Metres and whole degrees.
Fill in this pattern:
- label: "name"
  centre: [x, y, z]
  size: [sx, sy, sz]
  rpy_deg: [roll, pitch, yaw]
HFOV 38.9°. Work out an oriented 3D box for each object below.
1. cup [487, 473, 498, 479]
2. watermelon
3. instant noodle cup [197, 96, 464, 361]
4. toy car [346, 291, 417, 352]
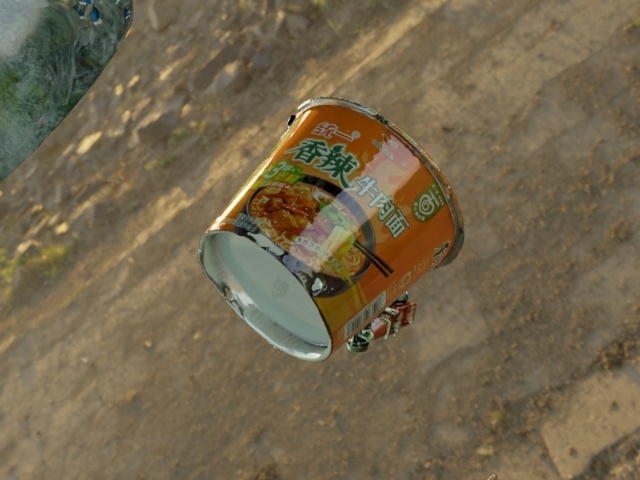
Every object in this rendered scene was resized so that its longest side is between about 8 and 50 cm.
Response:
- label: "cup"
  centre: [0.182, 0.303, 0.919]
  size: [0.099, 0.074, 0.102]
  rpy_deg: [-24, 26, -12]
- label: "watermelon"
  centre: [-0.254, -0.182, 0.589]
  size: [0.188, 0.175, 0.321]
  rpy_deg: [-37, 61, 22]
- label: "instant noodle cup"
  centre: [0.000, 0.000, 0.916]
  size: [0.182, 0.230, 0.230]
  rpy_deg: [-46, 28, -27]
- label: "toy car"
  centre: [0.098, 0.130, 1.463]
  size: [0.054, 0.073, 0.143]
  rpy_deg: [26, 31, 29]
